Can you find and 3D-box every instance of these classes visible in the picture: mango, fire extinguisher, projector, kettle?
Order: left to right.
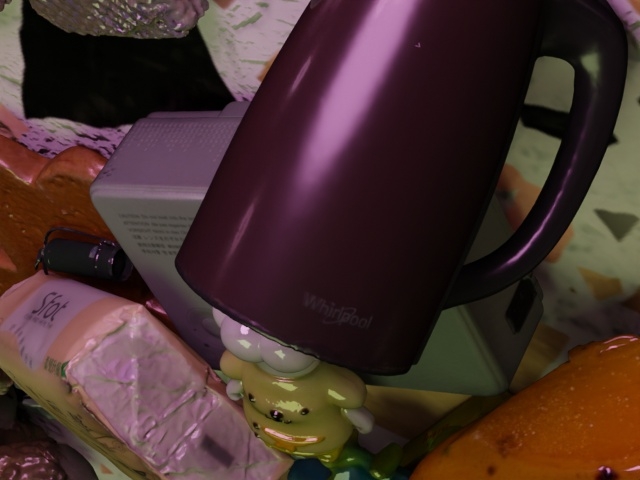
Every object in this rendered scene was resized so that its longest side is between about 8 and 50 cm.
[{"bbox_3d":[-0.175,0.010,1.350,0.083,0.025,0.038,6,104,33],"label":"fire extinguisher"},{"bbox_3d":[0.000,0.000,1.227,0.256,0.099,0.192,3,139,36],"label":"projector"},{"bbox_3d":[0.053,-0.052,1.010,0.202,0.232,0.144,23,-168,-13],"label":"kettle"},{"bbox_3d":[0.192,0.170,1.185,0.290,0.160,0.191,-11,125,17],"label":"mango"}]

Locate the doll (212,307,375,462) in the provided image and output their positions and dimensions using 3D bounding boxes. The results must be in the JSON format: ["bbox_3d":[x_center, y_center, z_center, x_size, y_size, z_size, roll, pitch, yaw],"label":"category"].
[{"bbox_3d":[-0.021,0.084,1.208,0.106,0.062,0.162,11,142,19],"label":"doll"}]

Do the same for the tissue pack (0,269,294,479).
[{"bbox_3d":[-0.138,0.110,1.348,0.186,0.090,0.222,46,167,-22],"label":"tissue pack"}]

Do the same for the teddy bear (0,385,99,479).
[{"bbox_3d":[-0.311,0.192,1.639,0.267,0.156,0.256,28,-174,7],"label":"teddy bear"}]

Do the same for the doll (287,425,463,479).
[{"bbox_3d":[0.121,0.258,1.422,0.341,0.099,0.346,33,137,17],"label":"doll"}]

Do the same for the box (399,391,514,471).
[{"bbox_3d":[0.200,0.221,1.419,0.279,0.041,0.153,34,146,-7],"label":"box"}]

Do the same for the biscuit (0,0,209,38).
[{"bbox_3d":[-0.198,-0.192,1.166,0.250,0.046,0.147,8,141,29],"label":"biscuit"}]

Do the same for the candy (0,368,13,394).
[{"bbox_3d":[-0.286,0.071,1.536,0.095,0.110,0.085,21,149,-16],"label":"candy"}]

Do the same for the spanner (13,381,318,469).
[{"bbox_3d":[-0.101,0.154,1.516,0.301,0.017,0.071,14,147,-1],"label":"spanner"}]

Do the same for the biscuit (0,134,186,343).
[{"bbox_3d":[-0.179,0.029,1.444,0.205,0.049,0.324,12,143,26],"label":"biscuit"}]
